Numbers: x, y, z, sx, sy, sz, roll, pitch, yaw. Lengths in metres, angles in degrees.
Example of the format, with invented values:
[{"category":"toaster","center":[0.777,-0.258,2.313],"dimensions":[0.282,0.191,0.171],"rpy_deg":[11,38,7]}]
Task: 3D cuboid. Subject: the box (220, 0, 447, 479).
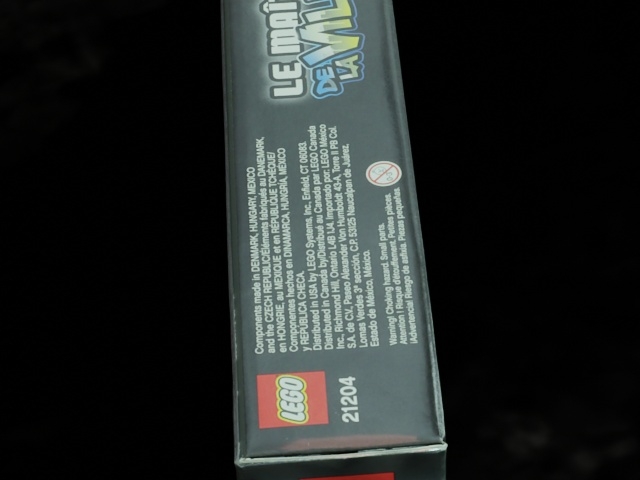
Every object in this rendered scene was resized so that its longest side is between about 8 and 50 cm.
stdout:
[{"category":"box","center":[0.000,0.000,0.432],"dimensions":[0.036,0.114,0.207],"rpy_deg":[-4,47,0]}]
